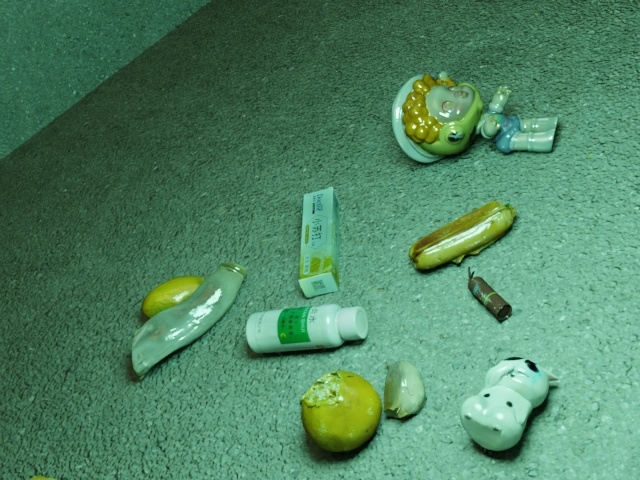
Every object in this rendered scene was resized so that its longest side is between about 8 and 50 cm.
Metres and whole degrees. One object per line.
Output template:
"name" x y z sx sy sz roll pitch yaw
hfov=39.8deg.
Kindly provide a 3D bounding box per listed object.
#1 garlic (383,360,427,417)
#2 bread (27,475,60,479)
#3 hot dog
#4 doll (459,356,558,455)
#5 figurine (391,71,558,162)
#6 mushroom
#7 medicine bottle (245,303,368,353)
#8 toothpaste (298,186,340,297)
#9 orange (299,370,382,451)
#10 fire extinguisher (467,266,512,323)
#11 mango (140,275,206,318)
"garlic" 0.154 0.268 1.672 0.084 0.066 0.152 -17 41 20
"bread" -0.573 0.580 1.753 0.244 0.134 0.244 -21 36 16
"hot dog" 0.309 -0.006 1.884 0.250 0.076 0.104 -26 17 0
"doll" 0.321 0.274 1.520 0.110 0.107 0.180 20 60 37
"figurine" 0.353 -0.254 2.072 0.382 0.205 0.224 24 57 25
"mushroom" -0.307 0.181 2.068 0.351 0.097 0.109 -40 58 -18
"medicine bottle" -0.028 0.186 1.871 0.260 0.095 0.095 -7 43 26
"toothpaste" 0.000 0.000 2.089 0.089 0.071 0.312 -15 39 14
"orange" 0.037 0.315 1.646 0.155 0.134 0.154 -12 43 12
"fire extinguisher" 0.329 0.107 1.754 0.039 0.056 0.132 -13 35 -21
"mango" -0.351 0.136 2.161 0.190 0.075 0.098 -22 56 1
